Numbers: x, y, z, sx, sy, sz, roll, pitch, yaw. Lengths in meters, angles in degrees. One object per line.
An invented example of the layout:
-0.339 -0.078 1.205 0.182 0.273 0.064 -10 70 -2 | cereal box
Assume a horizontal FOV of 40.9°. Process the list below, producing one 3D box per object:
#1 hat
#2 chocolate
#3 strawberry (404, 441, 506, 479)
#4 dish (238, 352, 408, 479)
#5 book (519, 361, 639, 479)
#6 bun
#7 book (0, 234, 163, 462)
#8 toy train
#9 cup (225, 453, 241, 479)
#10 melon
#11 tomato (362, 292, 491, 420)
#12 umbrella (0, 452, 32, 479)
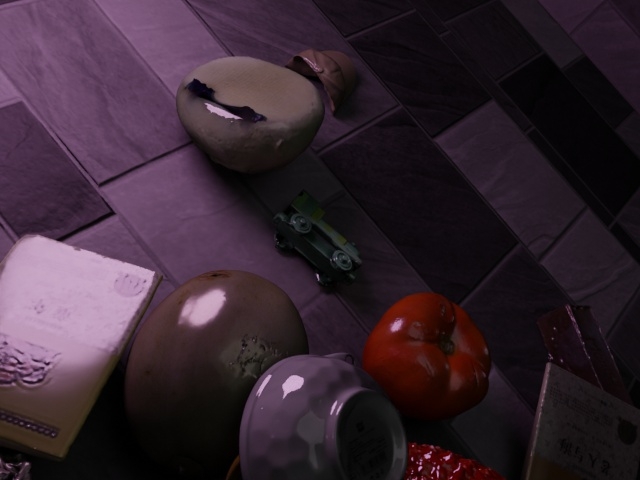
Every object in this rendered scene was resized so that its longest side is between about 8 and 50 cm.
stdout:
0.030 -0.404 1.998 0.166 0.144 0.173 45 65 -4 | hat
0.601 0.299 1.915 0.112 0.112 0.321 7 55 -32 | chocolate
0.139 0.439 1.349 0.351 0.267 0.312 34 24 14 | strawberry
0.032 0.280 1.164 0.303 0.120 0.303 19 63 -40 | dish
0.514 0.467 1.697 0.269 0.032 0.389 28 63 -15 | book
-0.140 -0.226 1.687 0.293 0.187 0.293 9 39 -7 | bun
-0.400 0.137 1.239 0.239 0.035 0.352 16 45 5 | book
0.000 0.000 1.693 0.200 0.083 0.132 43 40 -5 | toy train
-0.114 0.401 1.211 0.256 0.178 0.255 3 79 -35 | cup
-0.153 0.202 1.286 0.268 0.268 0.330 34 51 -12 | melon
0.196 0.225 1.603 0.259 0.180 0.260 19 52 -25 | tomato
-0.528 0.297 1.035 0.357 0.113 0.106 7 77 -34 | umbrella
